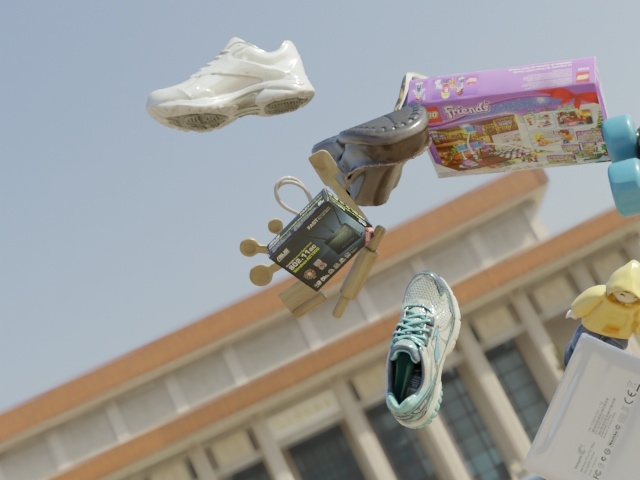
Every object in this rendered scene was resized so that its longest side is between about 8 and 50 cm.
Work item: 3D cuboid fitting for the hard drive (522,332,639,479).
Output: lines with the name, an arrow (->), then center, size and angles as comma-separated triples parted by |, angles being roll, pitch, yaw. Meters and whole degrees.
hard drive -> 0.450, 0.277, 1.643 | 0.203, 0.308, 0.040 | -67, -17, 3

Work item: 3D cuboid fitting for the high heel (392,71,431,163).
high heel -> 0.179, -0.230, 2.428 | 0.261, 0.093, 0.186 | -29, -41, -74

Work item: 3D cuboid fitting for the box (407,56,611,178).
box -> 0.304, -0.190, 1.962 | 0.293, 0.057, 0.201 | -5, -34, 19

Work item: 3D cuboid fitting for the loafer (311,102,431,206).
loafer -> 0.094, -0.124, 1.936 | 0.134, 0.130, 0.366 | -22, 3, -12

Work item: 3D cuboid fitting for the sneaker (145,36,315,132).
sneaker -> -0.131, -0.221, 1.716 | 0.232, 0.115, 0.090 | -11, -15, -11

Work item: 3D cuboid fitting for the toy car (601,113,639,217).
toy car -> 0.510, -0.059, 1.623 | 0.219, 0.210, 0.238 | -15, -56, 18

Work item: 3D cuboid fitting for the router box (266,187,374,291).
router box -> 0.000, 0.000, 1.702 | 0.092, 0.038, 0.122 | 36, -71, -27

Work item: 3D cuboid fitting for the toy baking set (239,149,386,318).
toy baking set -> -0.006, 0.002, 1.848 | 0.256, 0.197, 0.030 | -59, 15, 18

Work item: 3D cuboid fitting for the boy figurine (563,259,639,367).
boy figurine -> 0.573, 0.154, 2.401 | 0.285, 0.177, 0.092 | 108, -173, -48

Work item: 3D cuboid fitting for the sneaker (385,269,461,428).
sneaker -> 0.174, 0.184, 2.182 | 0.110, 0.283, 0.122 | 0, -17, 24
